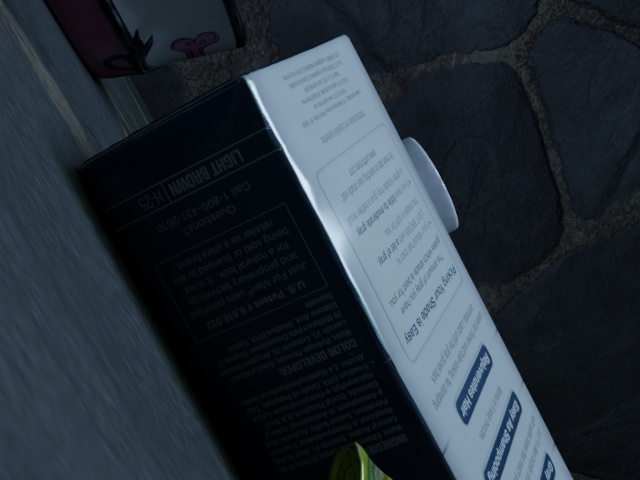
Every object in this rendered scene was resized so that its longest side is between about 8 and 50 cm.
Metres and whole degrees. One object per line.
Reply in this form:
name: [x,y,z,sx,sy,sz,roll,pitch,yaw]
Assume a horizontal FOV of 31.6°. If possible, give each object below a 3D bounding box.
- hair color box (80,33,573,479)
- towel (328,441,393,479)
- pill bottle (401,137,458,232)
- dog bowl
hair color box: [0.028,0.074,0.609,0.347,0.105,0.174,62,23,-7]
towel: [0.077,0.182,0.467,0.237,0.021,0.102,44,36,-33]
pill bottle: [0.000,0.000,0.975,0.124,0.221,0.124,61,-4,7]
dog bowl: [-0.227,-0.335,1.065,0.408,0.150,0.408,62,-3,5]
